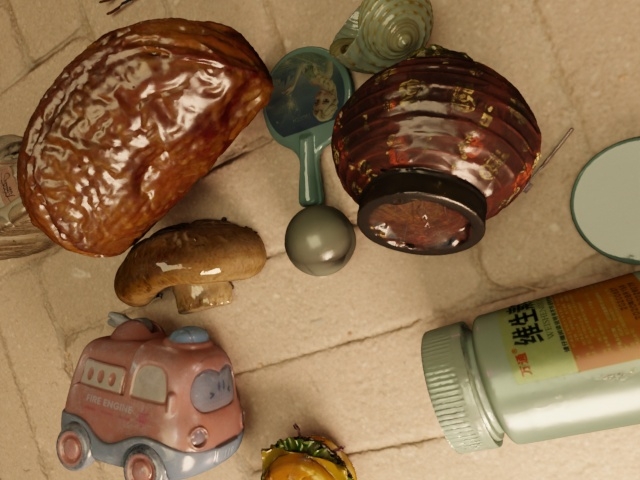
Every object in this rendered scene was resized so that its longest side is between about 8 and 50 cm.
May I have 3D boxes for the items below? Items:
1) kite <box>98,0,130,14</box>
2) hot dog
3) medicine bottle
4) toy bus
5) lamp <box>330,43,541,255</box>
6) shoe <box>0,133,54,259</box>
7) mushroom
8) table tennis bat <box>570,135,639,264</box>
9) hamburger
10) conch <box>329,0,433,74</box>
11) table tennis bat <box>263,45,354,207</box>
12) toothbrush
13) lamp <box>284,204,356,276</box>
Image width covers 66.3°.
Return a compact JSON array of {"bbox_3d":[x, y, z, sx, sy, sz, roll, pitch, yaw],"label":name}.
[{"bbox_3d":[-0.288,-0.466,0.821,0.229,0.016,0.127,-20,85,20],"label":"kite"},{"bbox_3d":[-0.245,-0.146,0.693,0.387,0.267,0.174,-44,80,8],"label":"hot dog"},{"bbox_3d":[0.293,0.138,0.566,0.318,0.158,0.158,-21,88,23],"label":"medicine bottle"},{"bbox_3d":[-0.267,0.247,0.800,0.294,0.197,0.231,4,87,24],"label":"toy bus"},{"bbox_3d":[0.130,-0.109,0.577,0.247,0.247,0.247,3,97,22],"label":"lamp"},{"bbox_3d":[-0.529,-0.099,0.874,0.351,0.172,0.198,-23,84,21],"label":"shoe"},{"bbox_3d":[-0.238,0.048,0.780,0.286,0.151,0.156,-16,88,23],"label":"mushroom"},{"bbox_3d":[0.420,-0.055,0.558,0.244,0.040,0.153,-14,91,27],"label":"table tennis bat"},{"bbox_3d":[-0.015,0.384,0.755,0.164,0.093,0.189,15,100,23],"label":"hamburger"},{"bbox_3d":[0.078,-0.267,0.634,0.135,0.153,0.102,-36,108,12],"label":"conch"},{"bbox_3d":[-0.020,-0.168,0.730,0.149,0.038,0.237,-1,93,23],"label":"table tennis bat"},{"bbox_3d":[0.289,-0.101,0.623,0.008,0.006,0.097,37,108,13],"label":"toothbrush"},{"bbox_3d":[0.000,0.000,0.701,0.105,0.105,0.105,3,97,22],"label":"lamp"}]
